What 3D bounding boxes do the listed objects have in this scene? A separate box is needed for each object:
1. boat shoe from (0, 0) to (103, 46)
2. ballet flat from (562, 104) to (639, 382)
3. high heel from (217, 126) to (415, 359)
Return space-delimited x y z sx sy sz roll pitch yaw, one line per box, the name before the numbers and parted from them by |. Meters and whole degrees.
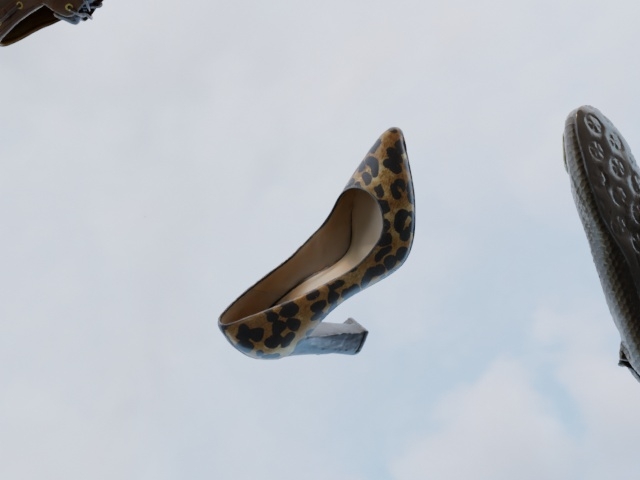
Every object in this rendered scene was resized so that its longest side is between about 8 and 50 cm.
boat shoe | -0.209 -0.213 0.663 0.178 0.064 0.060 -15 -94 12
ballet flat | 0.248 0.010 0.653 0.084 0.058 0.250 -20 -91 -37
high heel | 0.000 0.000 0.790 0.186 0.093 0.261 7 -79 -42
